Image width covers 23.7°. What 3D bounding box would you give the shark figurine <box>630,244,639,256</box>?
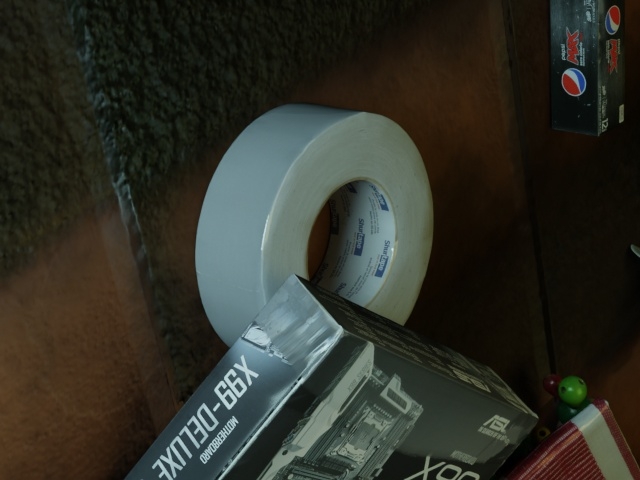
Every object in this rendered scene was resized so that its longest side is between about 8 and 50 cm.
[{"bbox_3d":[0.440,0.042,1.793,0.278,0.166,0.116,-52,164,-53],"label":"shark figurine"}]

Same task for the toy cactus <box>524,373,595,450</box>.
[{"bbox_3d":[0.255,0.226,1.611,0.180,0.112,0.219,-47,133,-58],"label":"toy cactus"}]

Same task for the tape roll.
[{"bbox_3d":[0.000,0.000,1.238,0.219,0.072,0.219,-18,113,-48],"label":"tape roll"}]

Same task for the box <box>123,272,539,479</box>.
[{"bbox_3d":[0.009,0.178,1.220,0.242,0.076,0.307,-50,141,9],"label":"box"}]

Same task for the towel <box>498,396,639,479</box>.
[{"bbox_3d":[0.171,0.309,1.450,0.329,0.037,0.237,-40,138,-7],"label":"towel"}]

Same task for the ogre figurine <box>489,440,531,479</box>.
[{"bbox_3d":[0.124,0.223,1.439,0.197,0.097,0.118,-15,129,-13],"label":"ogre figurine"}]

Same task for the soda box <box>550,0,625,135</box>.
[{"bbox_3d":[0.266,-0.193,1.518,0.053,0.060,0.169,-25,119,-43],"label":"soda box"}]
